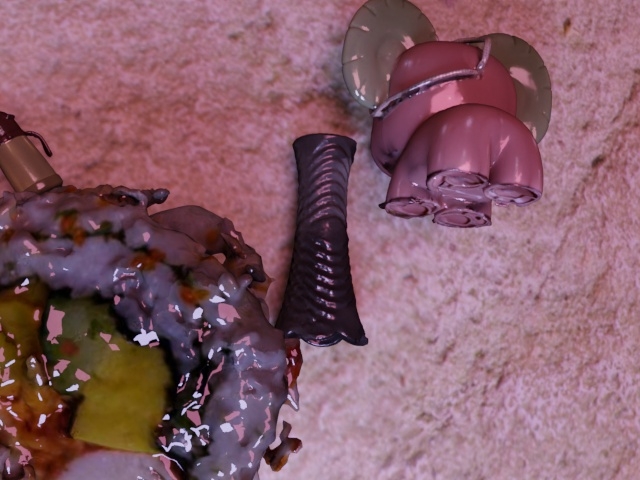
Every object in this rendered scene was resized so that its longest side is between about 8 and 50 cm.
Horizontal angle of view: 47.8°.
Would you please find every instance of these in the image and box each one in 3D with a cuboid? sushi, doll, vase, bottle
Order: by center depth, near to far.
[{"bbox_3d":[-0.211,0.132,0.642,0.418,0.176,0.417,0,83,-1],"label":"sushi"},{"bbox_3d":[-0.310,-0.088,0.742,0.101,0.047,0.063,55,32,-3],"label":"bottle"},{"bbox_3d":[0.000,0.000,0.831,0.116,0.115,0.237,6,77,-22],"label":"vase"},{"bbox_3d":[0.161,-0.157,0.852,0.284,0.216,0.268,11,73,-19],"label":"doll"}]
